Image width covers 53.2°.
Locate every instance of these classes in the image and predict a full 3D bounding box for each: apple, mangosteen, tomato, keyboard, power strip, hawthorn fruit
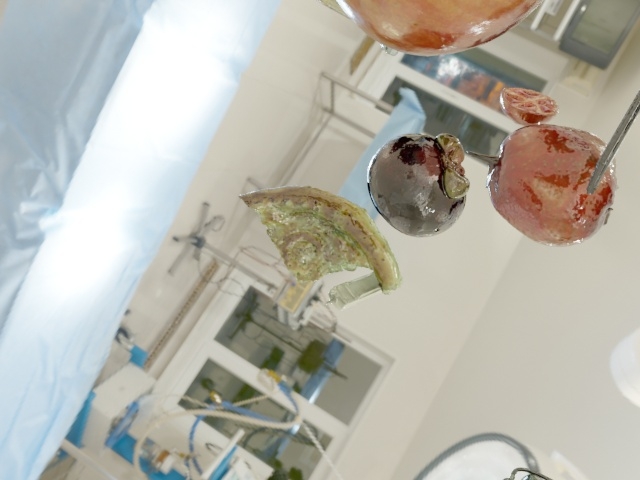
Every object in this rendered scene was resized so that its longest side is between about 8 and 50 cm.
[{"bbox_3d":[0.135,-0.372,0.737,0.302,0.301,0.301,-56,168,-18],"label":"apple"},{"bbox_3d":[0.141,-0.082,0.886,0.152,0.152,0.152,-56,168,-18],"label":"mangosteen"},{"bbox_3d":[0.533,-0.332,1.649,0.155,0.155,0.069,-47,154,-49],"label":"tomato"},{"bbox_3d":[0.614,-0.221,1.304,0.310,0.018,0.101,-51,154,-27],"label":"keyboard"},{"bbox_3d":[0.081,0.101,1.308,0.191,0.048,0.030,-18,152,-37],"label":"power strip"},{"bbox_3d":[0.523,-0.145,1.529,0.285,0.368,0.285,-58,167,-21],"label":"hawthorn fruit"}]

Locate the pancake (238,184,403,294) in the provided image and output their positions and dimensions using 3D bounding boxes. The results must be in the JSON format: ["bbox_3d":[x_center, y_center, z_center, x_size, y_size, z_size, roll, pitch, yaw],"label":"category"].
[{"bbox_3d":[0.000,-0.001,1.296,0.054,0.376,0.197,5,109,-85],"label":"pancake"}]

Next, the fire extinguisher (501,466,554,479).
[{"bbox_3d":[0.551,0.634,1.547,0.118,0.294,0.093,-63,-179,-25],"label":"fire extinguisher"}]

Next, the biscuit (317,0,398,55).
[{"bbox_3d":[0.027,-0.421,0.973,0.309,0.079,0.186,17,105,-33],"label":"biscuit"}]
